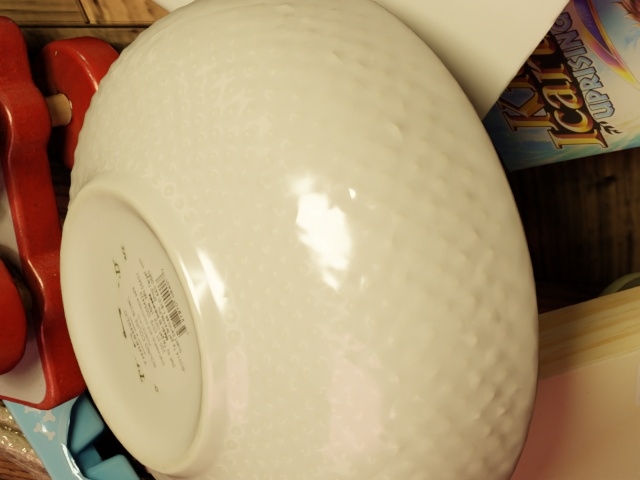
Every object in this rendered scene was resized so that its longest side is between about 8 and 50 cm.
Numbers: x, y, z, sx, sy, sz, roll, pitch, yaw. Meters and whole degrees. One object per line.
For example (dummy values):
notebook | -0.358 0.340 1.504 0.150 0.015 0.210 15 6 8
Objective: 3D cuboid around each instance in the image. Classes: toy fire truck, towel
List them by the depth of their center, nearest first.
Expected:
toy fire truck | -0.268 -0.027 0.895 0.253 0.169 0.302 6 110 44
towel | -0.275 0.276 1.352 0.282 0.049 0.187 28 161 -7

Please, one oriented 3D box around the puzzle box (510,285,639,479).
puzzle box | 0.262 0.124 0.775 0.408 0.052 0.272 -15 133 -6

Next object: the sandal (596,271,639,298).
sandal | 0.288 0.119 0.908 0.303 0.120 0.086 49 169 -32

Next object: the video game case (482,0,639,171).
video game case | 0.167 -0.169 0.650 0.244 0.061 0.269 -9 132 35

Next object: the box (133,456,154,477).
box | -0.112 0.196 1.219 0.220 0.051 0.175 4 138 22

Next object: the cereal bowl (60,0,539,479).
cereal bowl | -0.048 0.031 0.647 0.339 0.141 0.339 25 121 48

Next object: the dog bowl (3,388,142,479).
dog bowl | -0.233 0.221 1.167 0.297 0.074 0.166 56 167 5

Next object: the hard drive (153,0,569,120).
hard drive | -0.037 -0.191 0.662 0.353 0.047 0.233 35 151 2
